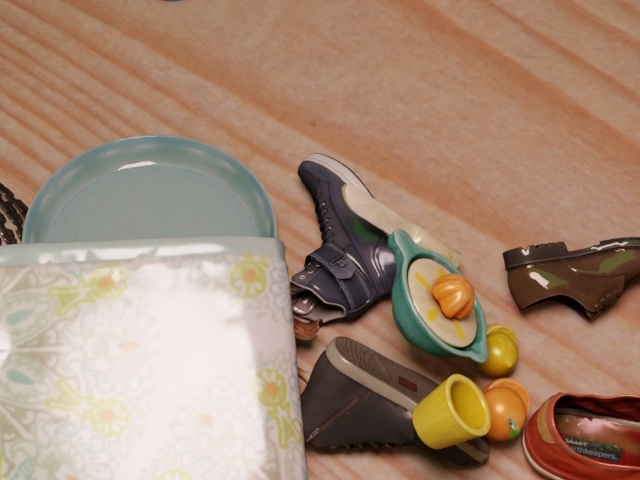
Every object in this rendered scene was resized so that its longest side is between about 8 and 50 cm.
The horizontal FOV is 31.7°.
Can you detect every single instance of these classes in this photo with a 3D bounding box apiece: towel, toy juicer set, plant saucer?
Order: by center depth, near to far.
[{"bbox_3d":[-0.210,0.156,1.240,0.374,0.090,0.321,-3,72,-8],"label":"towel"},{"bbox_3d":[0.158,0.077,1.279,0.089,0.209,0.329,-37,57,34],"label":"toy juicer set"},{"bbox_3d":[-0.214,-0.003,1.430,0.317,0.044,0.318,1,53,-2],"label":"plant saucer"}]

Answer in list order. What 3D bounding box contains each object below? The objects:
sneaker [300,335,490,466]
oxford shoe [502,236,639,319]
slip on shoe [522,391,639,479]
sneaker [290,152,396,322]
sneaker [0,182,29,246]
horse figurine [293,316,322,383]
[{"bbox_3d":[0.078,0.210,1.285,0.222,0.118,0.083,33,23,-2],"label":"sneaker"},{"bbox_3d":[0.339,0.048,1.363,0.227,0.083,0.096,-7,77,1],"label":"oxford shoe"},{"bbox_3d":[0.388,0.231,1.222,0.331,0.101,0.123,10,58,9],"label":"slip on shoe"},{"bbox_3d":[0.000,-0.001,1.405,0.163,0.086,0.226,-32,62,-17],"label":"sneaker"},{"bbox_3d":[-0.517,-0.026,1.466,0.410,0.158,0.182,40,100,23],"label":"sneaker"},{"bbox_3d":[-0.118,0.165,1.328,0.174,0.066,0.263,41,71,20],"label":"horse figurine"}]
